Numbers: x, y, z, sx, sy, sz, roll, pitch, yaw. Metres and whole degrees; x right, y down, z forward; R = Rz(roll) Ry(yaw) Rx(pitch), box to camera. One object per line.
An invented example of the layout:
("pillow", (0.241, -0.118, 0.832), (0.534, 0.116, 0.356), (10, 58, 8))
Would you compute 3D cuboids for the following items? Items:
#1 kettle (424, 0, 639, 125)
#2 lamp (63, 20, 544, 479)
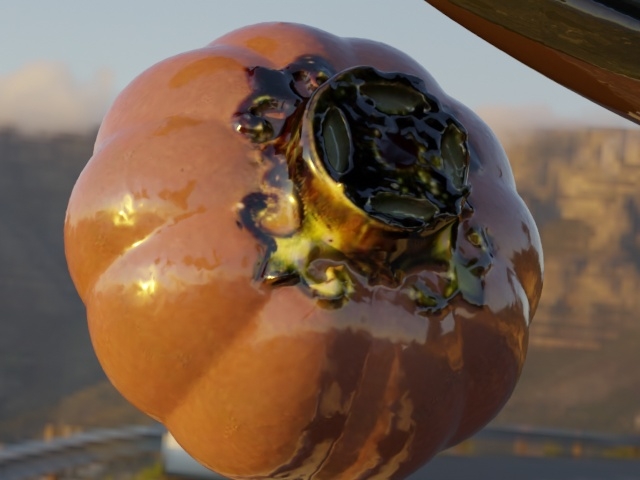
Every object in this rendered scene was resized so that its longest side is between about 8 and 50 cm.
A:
("kettle", (0.149, -0.127, 0.961), (0.232, 0.144, 0.202), (22, 32, 3))
("lamp", (0.000, 0.000, 1.149), (0.305, 0.305, 0.239), (7, -29, -22))
